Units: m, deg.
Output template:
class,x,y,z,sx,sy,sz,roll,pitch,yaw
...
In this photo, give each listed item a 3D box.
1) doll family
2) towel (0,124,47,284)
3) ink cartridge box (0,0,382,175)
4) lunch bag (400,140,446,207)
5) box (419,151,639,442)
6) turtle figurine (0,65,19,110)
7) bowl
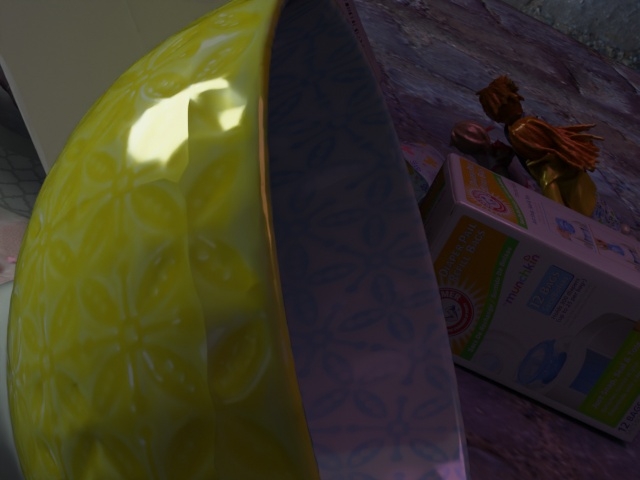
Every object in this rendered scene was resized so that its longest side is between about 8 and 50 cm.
class,x,y,z,sx,sy,sz,roll,pitch,yaw
doll family,0.203,-0.067,1.096,0.163,0.118,0.263,47,13,-21
towel,-0.283,-0.039,0.575,0.332,0.053,0.317,27,20,-3
ink cartridge box,-0.086,-0.183,0.756,0.385,0.160,0.279,-68,137,-78
lunch bag,0.082,-0.058,1.086,0.071,0.053,0.083,1,46,-51
box,0.157,0.039,0.867,0.203,0.114,0.103,26,22,-8
turtle figurine,-0.273,-0.179,0.815,0.175,0.118,0.234,-27,66,-25
bowl,-0.043,0.056,0.471,0.156,0.289,0.289,-11,16,14
